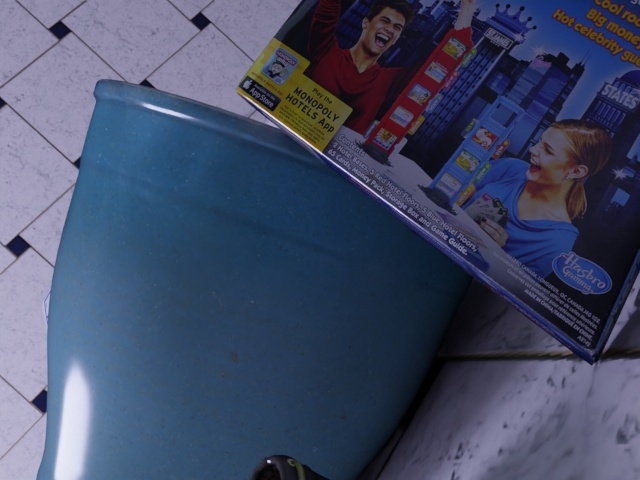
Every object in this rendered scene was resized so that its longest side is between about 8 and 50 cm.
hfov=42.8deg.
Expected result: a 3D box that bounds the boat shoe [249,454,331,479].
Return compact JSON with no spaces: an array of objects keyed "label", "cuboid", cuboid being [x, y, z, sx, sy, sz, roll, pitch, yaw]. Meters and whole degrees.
[{"label":"boat shoe","cuboid":[-0.024,0.170,0.298,0.081,0.069,0.227,-53,5,26]}]

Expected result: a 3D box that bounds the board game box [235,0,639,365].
[{"label":"board game box","cuboid":[0.097,-0.083,0.355,0.194,0.194,0.060,-51,-22,2]}]

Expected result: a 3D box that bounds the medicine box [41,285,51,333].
[{"label":"medicine box","cuboid":[-0.178,0.123,0.892,0.149,0.289,0.263,-2,-30,-36]}]

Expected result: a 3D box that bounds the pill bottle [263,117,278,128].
[{"label":"pill bottle","cuboid":[0.050,-0.206,0.880,0.162,0.162,0.278,142,145,-73]}]

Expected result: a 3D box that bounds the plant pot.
[{"label":"plant pot","cuboid":[-0.058,0.065,0.535,0.271,0.272,0.255,-154,85,-85]}]
